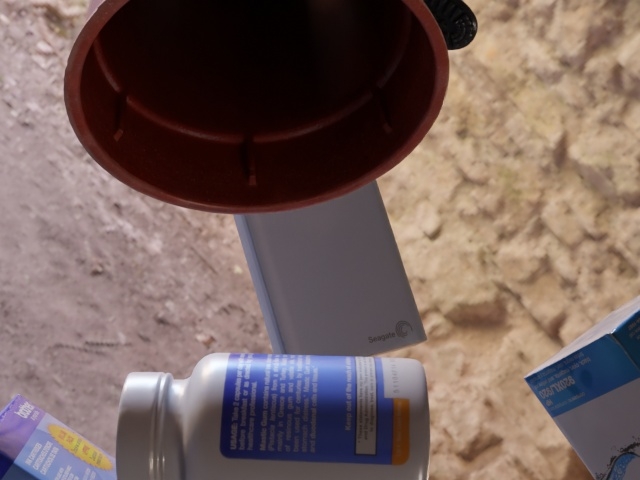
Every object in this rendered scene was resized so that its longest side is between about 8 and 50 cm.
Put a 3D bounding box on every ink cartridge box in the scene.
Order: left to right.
[{"bbox_3d":[-0.345,0.352,1.305,0.395,0.151,0.270,34,-1,-8],"label":"ink cartridge box"},{"bbox_3d":[0.362,0.170,1.001,0.171,0.168,0.232,-29,79,-29],"label":"ink cartridge box"}]

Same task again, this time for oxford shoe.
[{"bbox_3d":[0.091,-0.297,1.181,0.227,0.082,0.096,32,37,15],"label":"oxford shoe"}]

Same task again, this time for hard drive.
[{"bbox_3d":[0.000,0.000,1.427,0.233,0.047,0.353,-10,78,-33],"label":"hard drive"}]

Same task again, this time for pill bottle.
[{"bbox_3d":[-0.042,0.179,0.927,0.272,0.152,0.152,2,22,-1],"label":"pill bottle"}]

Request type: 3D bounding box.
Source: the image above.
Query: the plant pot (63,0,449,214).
[{"bbox_3d":[-0.059,-0.206,0.792,0.272,0.272,0.265,32,38,-43],"label":"plant pot"}]
